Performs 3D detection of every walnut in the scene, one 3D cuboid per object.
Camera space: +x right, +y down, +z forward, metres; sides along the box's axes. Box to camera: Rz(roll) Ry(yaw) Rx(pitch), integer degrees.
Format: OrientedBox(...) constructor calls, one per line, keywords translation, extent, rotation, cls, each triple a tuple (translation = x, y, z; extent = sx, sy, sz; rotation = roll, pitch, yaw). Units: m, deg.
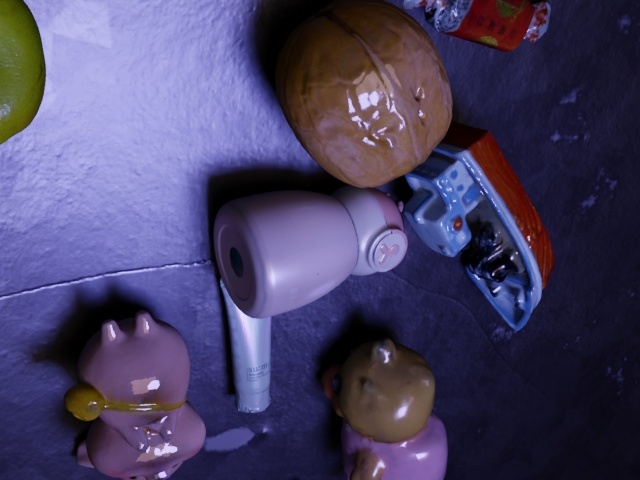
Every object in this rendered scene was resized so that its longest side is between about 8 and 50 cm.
OrientedBox(translation=(0.052, -0.171, 1.130), extent=(0.193, 0.193, 0.225), rotation=(-43, 127, -2), cls="walnut")

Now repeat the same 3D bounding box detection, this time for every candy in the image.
OrientedBox(translation=(0.198, -0.284, 1.206), extent=(0.292, 0.059, 0.086), rotation=(4, 119, -47), cls="candy")

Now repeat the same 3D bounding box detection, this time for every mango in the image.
OrientedBox(translation=(-0.328, -0.171, 0.973), extent=(0.117, 0.089, 0.163), rotation=(12, 108, -34), cls="mango")

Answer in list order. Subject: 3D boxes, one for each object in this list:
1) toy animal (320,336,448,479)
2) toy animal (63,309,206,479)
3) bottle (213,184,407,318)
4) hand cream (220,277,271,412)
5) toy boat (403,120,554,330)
OrientedBox(translation=(0.095, 0.255, 1.401), extent=(0.195, 0.169, 0.281), rotation=(-56, 139, -50), cls="toy animal")
OrientedBox(translation=(-0.226, 0.195, 1.202), extent=(0.165, 0.149, 0.248), rotation=(-5, 126, -12), cls="toy animal")
OrientedBox(translation=(0.000, 0.000, 1.218), extent=(0.236, 0.147, 0.147), rotation=(-14, 122, -25), cls="bottle")
OrientedBox(translation=(-0.092, 0.132, 1.300), extent=(0.078, 0.050, 0.205), rotation=(-12, 117, -24), cls="hand cream")
OrientedBox(translation=(0.216, -0.001, 1.334), extent=(0.133, 0.145, 0.332), rotation=(-45, 124, -14), cls="toy boat")
